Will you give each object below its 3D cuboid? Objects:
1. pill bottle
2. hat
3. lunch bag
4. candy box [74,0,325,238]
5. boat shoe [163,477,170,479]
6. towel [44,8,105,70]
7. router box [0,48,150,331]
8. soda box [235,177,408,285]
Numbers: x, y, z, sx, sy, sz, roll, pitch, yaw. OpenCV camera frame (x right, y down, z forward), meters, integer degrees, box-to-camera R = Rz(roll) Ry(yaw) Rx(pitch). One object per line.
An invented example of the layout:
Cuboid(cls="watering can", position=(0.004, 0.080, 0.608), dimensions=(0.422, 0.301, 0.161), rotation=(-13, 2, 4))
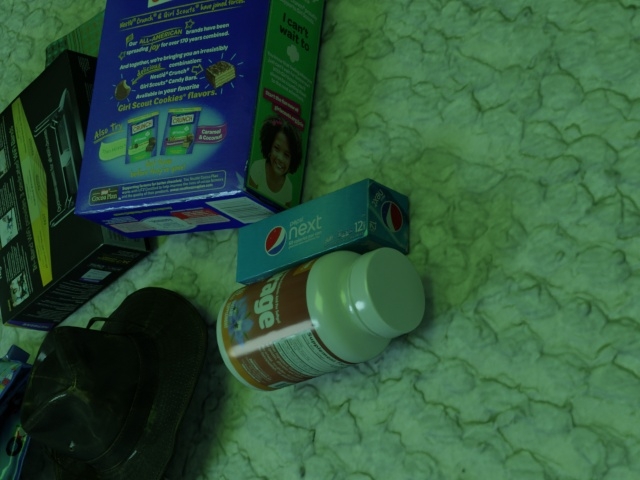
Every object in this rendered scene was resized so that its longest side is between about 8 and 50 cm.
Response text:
Cuboid(cls="pill bottle", position=(0.001, 0.080, 1.595), dimensions=(0.216, 0.121, 0.121), rotation=(-22, 57, 39))
Cuboid(cls="hat", position=(-0.282, 0.179, 1.818), dimensions=(0.331, 0.134, 0.331), rotation=(-35, 41, 38))
Cuboid(cls="lunch bag", position=(-0.457, 0.277, 1.993), dimensions=(0.221, 0.138, 0.293), rotation=(-10, 53, 63))
Cuboid(cls="candy box", position=(-0.147, -0.175, 1.840), dimensions=(0.268, 0.122, 0.317), rotation=(-5, 70, 33))
Cuboid(cls="boat shoe", position=(-0.220, 0.335, 1.781), dimensions=(0.046, 0.038, 0.125), rotation=(40, 103, 49))
Cuboid(cls="towel", position=(-0.283, -0.230, 2.109), dimensions=(0.370, 0.040, 0.271), rotation=(-23, 56, 39))
Cuboid(cls="router box", position=(-0.359, -0.066, 2.045), dimensions=(0.243, 0.081, 0.308), rotation=(-35, 58, 36))
Cuboid(cls="soda box", position=(0.000, 0.000, 1.674), dimensions=(0.210, 0.067, 0.071), rotation=(-20, 59, 41))
